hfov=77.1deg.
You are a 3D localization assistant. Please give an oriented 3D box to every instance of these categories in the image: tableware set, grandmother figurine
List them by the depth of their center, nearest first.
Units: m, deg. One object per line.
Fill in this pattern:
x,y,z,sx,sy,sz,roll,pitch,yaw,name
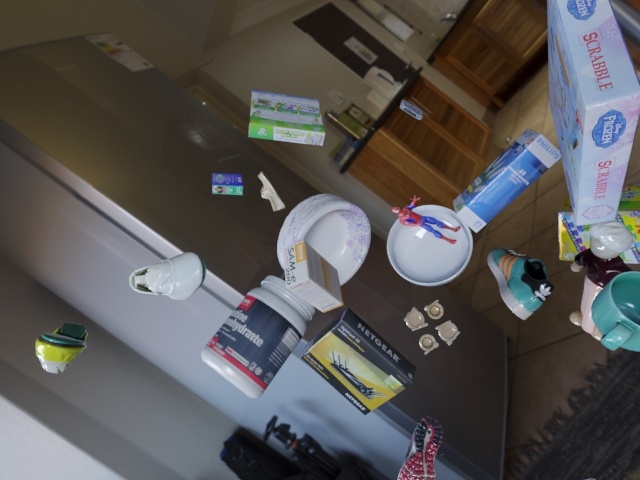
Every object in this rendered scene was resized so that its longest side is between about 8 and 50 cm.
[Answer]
0.712,0.099,1.006,0.104,0.343,0.208,-28,32,-16,grandmother figurine
0.375,0.289,1.354,0.141,0.169,0.020,-31,-8,-2,tableware set

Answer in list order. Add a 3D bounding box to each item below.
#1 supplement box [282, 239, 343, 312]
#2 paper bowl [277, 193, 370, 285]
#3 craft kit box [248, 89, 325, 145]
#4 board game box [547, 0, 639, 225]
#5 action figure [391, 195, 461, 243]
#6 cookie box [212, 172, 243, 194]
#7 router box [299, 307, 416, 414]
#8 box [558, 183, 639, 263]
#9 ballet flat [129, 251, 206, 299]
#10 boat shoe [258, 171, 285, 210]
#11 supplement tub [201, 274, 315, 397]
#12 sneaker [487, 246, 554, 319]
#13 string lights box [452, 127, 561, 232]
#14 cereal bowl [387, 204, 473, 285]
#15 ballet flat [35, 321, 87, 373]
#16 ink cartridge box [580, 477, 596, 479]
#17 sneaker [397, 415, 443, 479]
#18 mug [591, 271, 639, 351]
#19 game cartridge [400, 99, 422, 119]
-0.009,0.052,0.556,0.036,0.098,0.062,-24,51,19,supplement box
0.000,0.000,1.200,0.284,0.284,0.148,-53,44,-4,paper bowl
-0.118,-0.427,1.389,0.247,0.249,0.061,-97,16,-48,craft kit box
0.444,-0.239,0.679,0.065,0.318,0.319,-8,61,26,board game box
0.416,-0.081,1.560,0.139,0.280,0.092,107,-176,-77,action figure
-0.339,-0.206,1.463,0.092,0.107,0.040,-109,25,-51,cookie box
0.122,0.410,1.346,0.243,0.309,0.081,-48,1,30,router box
0.976,-0.062,1.342,0.279,0.177,0.290,2,23,37,box
-0.488,0.119,1.232,0.400,0.139,0.139,-12,35,49,ballet flat
-0.192,-0.176,1.496,0.059,0.170,0.063,-29,33,3,boat shoe
-0.158,0.248,1.054,0.272,0.191,0.191,-53,3,-23,supplement tub
0.547,0.086,1.088,0.121,0.108,0.302,-48,10,27,sneaker
0.459,-0.151,1.012,0.260,0.076,0.133,-49,4,24,string lights box
0.456,0.031,1.663,0.339,0.339,0.141,-53,-30,2,cereal bowl
-0.497,0.212,0.774,0.231,0.077,0.077,-9,61,66,ballet flat
0.722,0.798,0.984,0.119,0.353,0.207,-24,-27,-30,ink cartridge box
0.358,0.783,1.423,0.299,0.120,0.112,-61,-17,-22,sneaker
0.562,0.137,0.736,0.097,0.157,0.130,87,177,-51,mug
0.305,-0.439,1.346,0.017,0.083,0.056,-53,10,44,game cartridge
